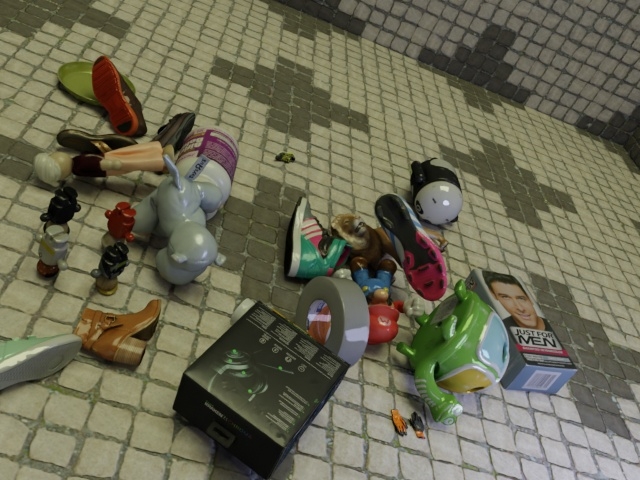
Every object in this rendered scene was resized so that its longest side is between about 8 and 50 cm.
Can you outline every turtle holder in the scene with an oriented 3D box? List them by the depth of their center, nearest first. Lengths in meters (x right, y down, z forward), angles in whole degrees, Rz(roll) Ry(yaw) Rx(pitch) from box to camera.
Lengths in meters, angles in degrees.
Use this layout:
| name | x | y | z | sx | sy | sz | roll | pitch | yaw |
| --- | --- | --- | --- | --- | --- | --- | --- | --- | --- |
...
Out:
| name | x | y | z | sx | sy | sz | roll | pitch | yaw |
| --- | --- | --- | --- | --- | --- | --- | --- | --- | --- |
| turtle holder | 0.351 | 0.279 | 1.736 | 0.227 | 0.243 | 0.320 | 42 | 23 | -9 |

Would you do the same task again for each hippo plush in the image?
| name | x | y | z | sx | sy | sz | roll | pitch | yaw |
| --- | --- | --- | --- | --- | --- | --- | --- | --- | --- |
| hippo plush | -0.306 | -0.027 | 1.679 | 0.234 | 0.294 | 0.236 | -6 | 62 | -46 |

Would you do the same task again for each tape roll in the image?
| name | x | y | z | sx | sy | sz | roll | pitch | yaw |
| --- | --- | --- | --- | --- | --- | --- | --- | --- | --- |
| tape roll | 0.024 | 0.195 | 1.634 | 0.072 | 0.219 | 0.219 | 6 | 39 | -31 |

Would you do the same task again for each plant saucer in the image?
| name | x | y | z | sx | sy | sz | roll | pitch | yaw |
| --- | --- | --- | --- | --- | --- | --- | --- | --- | --- |
| plant saucer | -0.709 | -0.488 | 2.197 | 0.241 | 0.037 | 0.241 | 18 | 34 | -13 |

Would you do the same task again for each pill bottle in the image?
| name | x | y | z | sx | sy | sz | roll | pitch | yaw |
| --- | --- | --- | --- | --- | --- | --- | --- | --- | --- |
| pill bottle | -0.117 | 0.216 | 1.610 | 0.184 | 0.103 | 0.103 | 35 | 34 | 10 |
| pill bottle | -0.326 | -0.186 | 1.942 | 0.169 | 0.169 | 0.301 | 19 | 34 | -12 |

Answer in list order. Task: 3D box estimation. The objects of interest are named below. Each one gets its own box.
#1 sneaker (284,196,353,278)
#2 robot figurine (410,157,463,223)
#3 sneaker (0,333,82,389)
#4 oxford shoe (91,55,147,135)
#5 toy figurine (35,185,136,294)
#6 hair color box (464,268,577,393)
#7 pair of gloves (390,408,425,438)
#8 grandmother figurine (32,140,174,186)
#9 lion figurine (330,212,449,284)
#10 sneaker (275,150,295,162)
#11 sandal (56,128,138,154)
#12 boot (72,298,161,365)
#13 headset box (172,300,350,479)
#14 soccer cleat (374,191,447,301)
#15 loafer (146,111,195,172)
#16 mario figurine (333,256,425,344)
| name | x | y | z | sx | sy | sz | roll | pitch | yaw |
| --- | --- | --- | --- | --- | --- | --- | --- | --- | --- |
| sneaker | 0.000 | 0.000 | 1.957 | 0.178 | 0.124 | 0.295 | 14 | 43 | -11 |
| robot figurine | 0.403 | -0.175 | 2.437 | 0.209 | 0.173 | 0.278 | 10 | 36 | -7 |
| sneaker | -0.592 | 0.197 | 1.316 | 0.151 | 0.094 | 0.256 | 42 | 35 | 25 |
| oxford shoe | -0.611 | -0.433 | 2.110 | 0.271 | 0.097 | 0.098 | 66 | 21 | 8 |
| toy figurine | -0.534 | 0.004 | 1.578 | 0.213 | 0.148 | 0.209 | 15 | 42 | -22 |
| hair color box | 0.560 | 0.257 | 2.018 | 0.185 | 0.113 | 0.374 | 10 | 37 | -24 |
| pair of gloves | 0.208 | 0.430 | 1.633 | 0.083 | 0.010 | 0.074 | 13 | 36 | -22 |
| grandmother figurine | -0.567 | -0.201 | 1.812 | 0.342 | 0.208 | 0.104 | -7 | 85 | -24 |
| lion figurine | 0.209 | -0.004 | 2.113 | 0.240 | 0.142 | 0.392 | 46 | 32 | 22 |
| sneaker | -0.116 | -0.280 | 2.337 | 0.083 | 0.031 | 0.035 | -14 | 52 | -45 |
| sandal | -0.612 | -0.255 | 1.915 | 0.219 | 0.090 | 0.060 | 9 | 55 | -28 |
| boot | -0.430 | 0.172 | 1.483 | 0.152 | 0.073 | 0.197 | 19 | 32 | -5 |
| headset box | -0.121 | 0.300 | 1.404 | 0.246 | 0.131 | 0.283 | 33 | 41 | 11 |
| soccer cleat | 0.262 | 0.010 | 1.946 | 0.331 | 0.116 | 0.143 | 63 | 13 | 3 |
| loafer | -0.459 | -0.316 | 2.086 | 0.095 | 0.109 | 0.302 | 20 | 37 | -4 |
| mario figurine | 0.153 | 0.134 | 1.832 | 0.170 | 0.198 | 0.320 | 55 | 16 | -26 |
